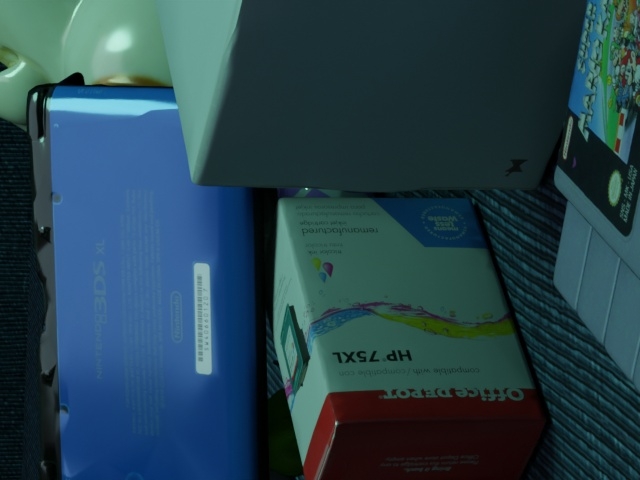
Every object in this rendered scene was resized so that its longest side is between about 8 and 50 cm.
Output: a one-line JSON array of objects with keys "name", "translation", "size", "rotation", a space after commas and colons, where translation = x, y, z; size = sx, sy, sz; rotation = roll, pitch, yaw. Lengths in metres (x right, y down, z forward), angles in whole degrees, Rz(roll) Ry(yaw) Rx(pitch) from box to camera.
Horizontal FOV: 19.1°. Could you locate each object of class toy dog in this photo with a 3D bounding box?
[{"name": "toy dog", "translation": [-0.172, -0.226, 1.566], "size": [0.408, 0.284, 0.395], "rotation": [45, 150, 16]}]

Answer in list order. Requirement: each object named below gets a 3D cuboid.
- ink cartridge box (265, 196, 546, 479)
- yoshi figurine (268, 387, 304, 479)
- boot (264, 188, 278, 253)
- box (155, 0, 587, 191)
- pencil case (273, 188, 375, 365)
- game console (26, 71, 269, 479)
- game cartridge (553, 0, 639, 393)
[{"name": "ink cartridge box", "translation": [0.051, 0.080, 1.164], "size": [0.078, 0.134, 0.231], "rotation": [106, 156, -44]}, {"name": "yoshi figurine", "translation": [-0.021, 0.198, 1.370], "size": [0.203, 0.203, 0.362], "rotation": [-65, 25, 12]}, {"name": "boot", "translation": [-0.076, 0.004, 1.687], "size": [0.179, 0.085, 0.236], "rotation": [105, 165, -46]}, {"name": "box", "translation": [0.013, -0.208, 1.150], "size": [0.168, 0.215, 0.345], "rotation": [108, 156, -45]}, {"name": "pencil case", "translation": [0.000, 0.000, 1.419], "size": [0.086, 0.088, 0.206], "rotation": [133, 136, -64]}, {"name": "game console", "translation": [-0.113, 0.033, 1.325], "size": [0.250, 0.173, 0.293], "rotation": [4, 100, 29]}, {"name": "game cartridge", "translation": [0.186, -0.090, 0.849], "size": [0.230, 0.068, 0.355], "rotation": [-128, 41, -58]}]
